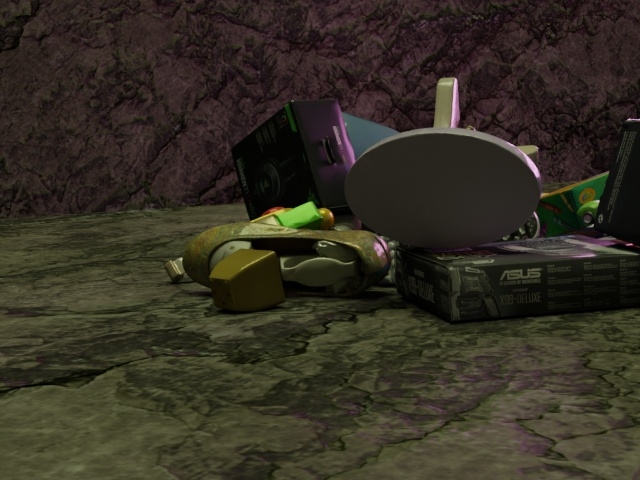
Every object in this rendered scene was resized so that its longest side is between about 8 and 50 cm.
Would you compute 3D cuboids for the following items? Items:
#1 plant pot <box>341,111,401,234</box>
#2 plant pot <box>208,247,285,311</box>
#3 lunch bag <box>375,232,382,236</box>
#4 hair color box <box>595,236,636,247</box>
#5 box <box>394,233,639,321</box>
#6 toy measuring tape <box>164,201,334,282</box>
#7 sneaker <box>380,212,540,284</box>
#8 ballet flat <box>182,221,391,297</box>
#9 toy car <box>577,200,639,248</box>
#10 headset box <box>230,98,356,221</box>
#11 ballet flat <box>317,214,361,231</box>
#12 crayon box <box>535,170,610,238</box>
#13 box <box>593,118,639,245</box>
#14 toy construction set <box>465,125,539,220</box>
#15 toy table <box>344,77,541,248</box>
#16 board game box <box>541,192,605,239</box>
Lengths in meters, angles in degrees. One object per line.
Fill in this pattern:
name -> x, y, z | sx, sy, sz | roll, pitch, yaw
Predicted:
plant pot -> 0.122, -0.141, 2.384 | 0.235, 0.293, 0.293 | 10, 4, -12
plant pot -> -0.114, 0.064, 1.469 | 0.081, 0.081, 0.083 | 4, 21, 44
lunch bag -> 0.266, -0.077, 2.046 | 0.293, 0.138, 0.221 | 7, 48, 12
hair color box -> 0.521, 0.021, 1.713 | 0.167, 0.053, 0.093 | -10, 10, -42
box -> 0.285, 0.048, 1.438 | 0.307, 0.076, 0.242 | -4, 7, -12
toy measuring tape -> -0.123, 0.022, 1.852 | 0.330, 0.121, 0.121 | -23, 12, -17
sneaker -> 0.216, 0.026, 1.651 | 0.292, 0.110, 0.118 | -11, -28, 12
ballet flat -> -0.067, 0.037, 1.568 | 0.348, 0.123, 0.123 | 0, 7, 14
toy car -> 0.510, -0.012, 1.611 | 0.239, 0.053, 0.225 | -7, 35, -41
headset box -> -0.044, -0.146, 2.189 | 0.131, 0.246, 0.283 | -8, -13, -38
ballet flat -> 0.000, 0.000, 2.073 | 0.248, 0.086, 0.086 | -9, 8, -34
crayon box -> 0.548, -0.087, 1.969 | 0.278, 0.081, 0.165 | -20, -1, -26
box -> 0.578, -0.042, 1.358 | 0.296, 0.183, 0.294 | 15, 2, -11
toy construction set -> 0.224, -0.042, 1.769 | 0.257, 0.237, 0.309 | 43, -6, 16
toy table -> 0.187, -0.095, 1.473 | 0.274, 0.252, 0.161 | 11, 26, 14
board game box -> 0.523, -0.053, 2.186 | 0.201, 0.035, 0.136 | -1, 37, 13
